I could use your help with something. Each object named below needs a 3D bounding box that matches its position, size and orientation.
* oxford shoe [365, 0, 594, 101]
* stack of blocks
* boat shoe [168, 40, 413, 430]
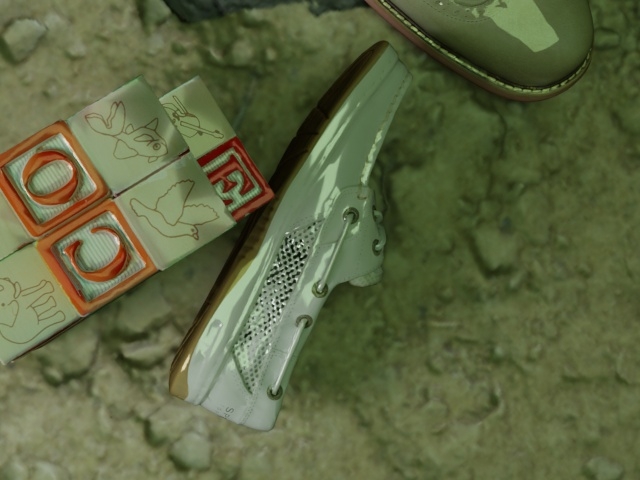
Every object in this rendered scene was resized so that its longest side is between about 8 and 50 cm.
[{"bbox_3d":[0.061,-0.265,0.853,0.140,0.146,0.397,-40,95,-10],"label":"oxford shoe"},{"bbox_3d":[-0.121,-0.015,0.731,0.171,0.297,0.087,-33,93,-9],"label":"stack of blocks"},{"bbox_3d":[0.000,0.000,0.859,0.096,0.098,0.277,29,92,-8],"label":"boat shoe"}]
